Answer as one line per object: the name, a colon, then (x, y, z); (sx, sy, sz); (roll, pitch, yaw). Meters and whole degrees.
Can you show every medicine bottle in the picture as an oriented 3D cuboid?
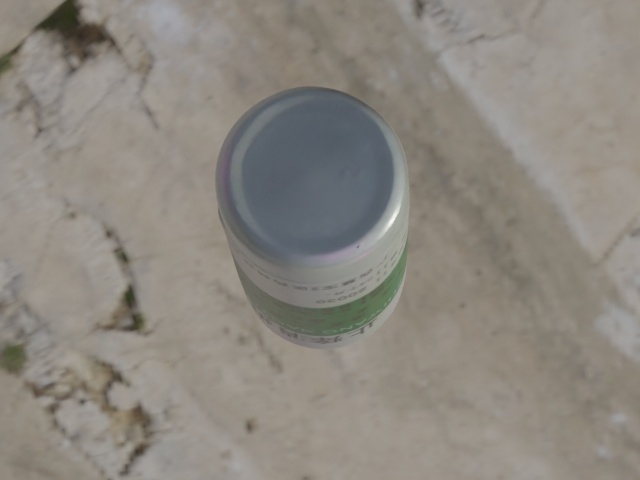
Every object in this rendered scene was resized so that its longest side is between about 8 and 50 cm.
medicine bottle: (0.000, 0.000, 1.020); (0.095, 0.260, 0.095); (-1, 77, 3)
